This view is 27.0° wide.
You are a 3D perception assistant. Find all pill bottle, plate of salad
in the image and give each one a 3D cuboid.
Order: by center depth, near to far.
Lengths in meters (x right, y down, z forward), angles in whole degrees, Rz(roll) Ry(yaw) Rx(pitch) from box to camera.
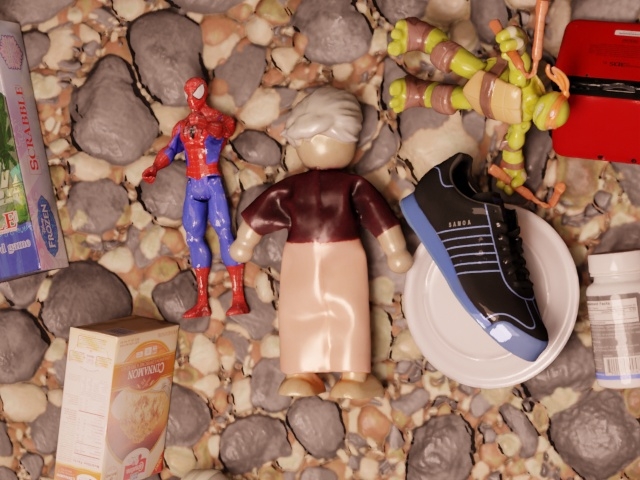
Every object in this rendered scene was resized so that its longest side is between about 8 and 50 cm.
[{"bbox_3d":[0.314,0.079,1.367,0.078,0.078,0.137,-6,90,23],"label":"pill bottle"},{"bbox_3d":[0.185,0.060,1.437,0.199,0.048,0.200,-4,82,28],"label":"plate of salad"}]

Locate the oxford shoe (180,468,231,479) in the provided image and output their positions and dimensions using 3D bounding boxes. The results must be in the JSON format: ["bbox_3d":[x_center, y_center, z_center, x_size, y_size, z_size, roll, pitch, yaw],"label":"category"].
[{"bbox_3d":[-0.156,0.489,1.521,0.130,0.169,0.450,16,85,15],"label":"oxford shoe"}]

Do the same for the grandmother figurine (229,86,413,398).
[{"bbox_3d":[0.000,0.000,1.490,0.207,0.104,0.343,2,90,4],"label":"grandmother figurine"}]

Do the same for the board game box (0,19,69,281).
[{"bbox_3d":[-0.498,-0.086,1.706,0.318,0.066,0.318,-14,87,23],"label":"board game box"}]

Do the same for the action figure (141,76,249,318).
[{"bbox_3d":[-0.147,-0.051,1.527,0.091,0.139,0.281,-5,88,22],"label":"action figure"}]

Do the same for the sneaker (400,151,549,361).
[{"bbox_3d":[0.174,0.013,1.374,0.090,0.081,0.232,-46,64,24],"label":"sneaker"}]

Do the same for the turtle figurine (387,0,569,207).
[{"bbox_3d":[0.175,-0.167,1.380,0.217,0.087,0.270,24,146,30],"label":"turtle figurine"}]

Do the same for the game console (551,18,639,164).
[{"bbox_3d":[0.319,-0.154,1.389,0.144,0.085,0.124,8,65,22],"label":"game console"}]

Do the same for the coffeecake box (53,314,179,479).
[{"bbox_3d":[-0.238,0.190,1.569,0.068,0.142,0.186,10,97,22],"label":"coffeecake box"}]
